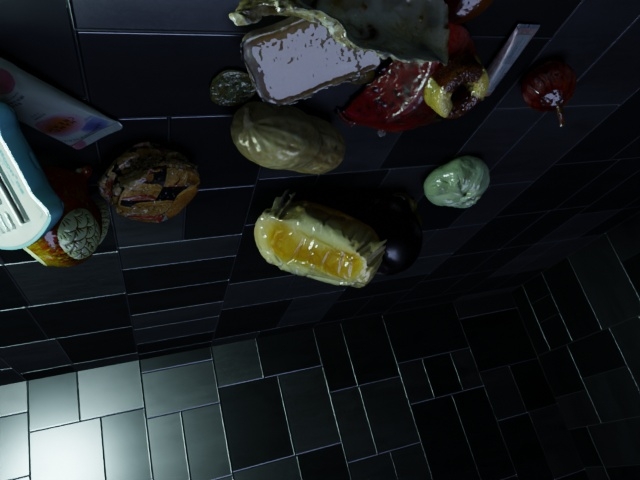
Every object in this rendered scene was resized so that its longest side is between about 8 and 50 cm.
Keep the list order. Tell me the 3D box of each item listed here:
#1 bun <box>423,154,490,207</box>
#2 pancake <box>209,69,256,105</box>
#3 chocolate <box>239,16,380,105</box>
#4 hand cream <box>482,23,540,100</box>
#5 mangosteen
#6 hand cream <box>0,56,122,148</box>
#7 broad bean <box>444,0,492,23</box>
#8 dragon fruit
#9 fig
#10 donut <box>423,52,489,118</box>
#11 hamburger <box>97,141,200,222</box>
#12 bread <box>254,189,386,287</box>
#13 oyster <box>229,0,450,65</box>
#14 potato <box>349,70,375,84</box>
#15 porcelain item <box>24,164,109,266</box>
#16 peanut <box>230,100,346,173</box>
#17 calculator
[{"bbox_3d":[0.444,-0.173,1.648,0.203,0.127,0.212,11,147,-44],"label":"bun"},{"bbox_3d":[-0.180,-0.312,1.056,0.107,0.017,0.108,-10,157,-4],"label":"pancake"},{"bbox_3d":[-0.019,-0.362,0.960,0.261,0.083,0.161,-19,139,-2],"label":"chocolate"},{"bbox_3d":[0.421,-0.413,1.193,0.067,0.043,0.210,-7,151,-25],"label":"hand cream"},{"bbox_3d":[0.234,-0.035,1.721,0.302,0.275,0.275,-46,170,-27],"label":"mangosteen"},{"bbox_3d":[-0.520,-0.247,0.930,0.124,0.078,0.340,-22,161,14],"label":"hand cream"},{"bbox_3d":[0.268,-0.468,0.902,0.114,0.085,0.165,-6,150,-9],"label":"broad bean"},{"bbox_3d":[0.240,-0.335,1.185,0.282,0.100,0.343,-2,155,-40],"label":"dragon fruit"},{"bbox_3d":[0.561,-0.368,1.277,0.128,0.151,0.128,18,178,1],"label":"fig"},{"bbox_3d":[0.291,-0.321,1.082,0.140,0.059,0.141,-14,139,-13],"label":"donut"},{"bbox_3d":[-0.398,-0.125,1.208,0.230,0.107,0.231,-28,155,-14],"label":"hamburger"},{"bbox_3d":[-0.005,0.009,1.549,0.388,0.183,0.236,26,124,5],"label":"bread"},{"bbox_3d":[0.058,-0.410,0.837,0.395,0.205,0.111,5,-171,-22],"label":"oyster"},{"bbox_3d":[0.079,-0.355,1.093,0.083,0.040,0.051,-6,150,-25],"label":"potato"},{"bbox_3d":[-0.584,-0.070,1.153,0.252,0.253,0.253,-13,157,-6],"label":"porcelain item"},{"bbox_3d":[-0.057,-0.222,1.157,0.291,0.159,0.143,8,119,-44],"label":"peanut"},{"bbox_3d":[-0.600,-0.106,0.940,0.386,0.256,0.054,-10,-162,39],"label":"calculator"}]
